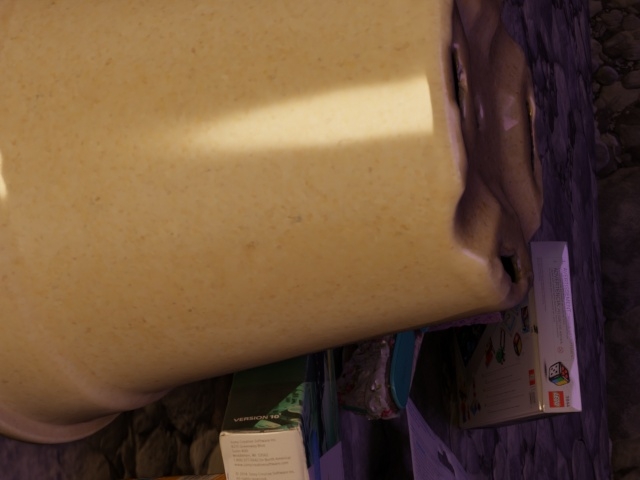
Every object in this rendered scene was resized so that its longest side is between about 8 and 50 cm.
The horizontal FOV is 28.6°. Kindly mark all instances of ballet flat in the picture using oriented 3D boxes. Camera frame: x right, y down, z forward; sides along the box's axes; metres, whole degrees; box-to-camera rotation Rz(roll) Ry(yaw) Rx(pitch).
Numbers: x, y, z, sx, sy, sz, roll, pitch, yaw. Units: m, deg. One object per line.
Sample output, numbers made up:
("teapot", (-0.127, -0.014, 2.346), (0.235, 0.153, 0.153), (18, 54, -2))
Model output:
("ballet flat", (0.066, 0.088, 1.288), (0.091, 0.077, 0.241), (67, 29, -28))

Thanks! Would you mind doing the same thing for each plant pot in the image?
("plant pot", (-0.040, -0.056, 0.745), (0.334, 0.305, 0.333), (-7, 90, -69))

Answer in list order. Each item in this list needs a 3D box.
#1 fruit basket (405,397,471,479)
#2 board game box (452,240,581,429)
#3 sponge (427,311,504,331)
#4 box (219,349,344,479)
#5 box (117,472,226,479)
("fruit basket", (0.145, 0.382, 1.358), (0.327, 0.165, 0.353), (54, 19, -52))
("board game box", (0.229, 0.125, 1.527), (0.305, 0.053, 0.193), (133, -44, -74))
("sponge", (0.124, 0.025, 1.405), (0.031, 0.117, 0.210), (-79, 152, -42))
("box", (-0.018, 0.171, 0.925), (0.322, 0.058, 0.232), (-87, 172, -72))
("box", (-0.093, 0.224, 0.829), (0.028, 0.081, 0.136), (-20, 102, -69))
